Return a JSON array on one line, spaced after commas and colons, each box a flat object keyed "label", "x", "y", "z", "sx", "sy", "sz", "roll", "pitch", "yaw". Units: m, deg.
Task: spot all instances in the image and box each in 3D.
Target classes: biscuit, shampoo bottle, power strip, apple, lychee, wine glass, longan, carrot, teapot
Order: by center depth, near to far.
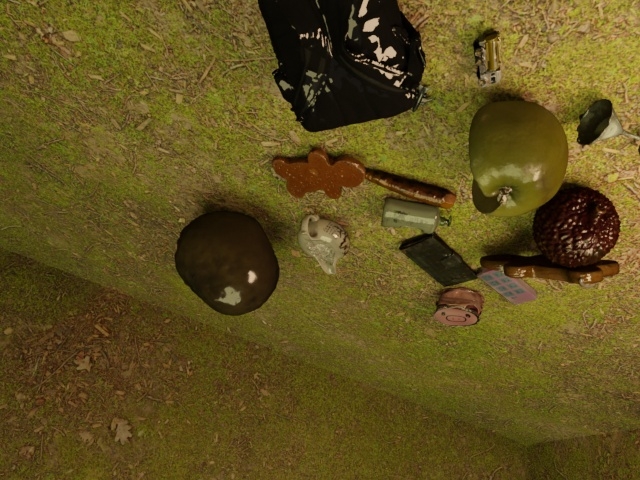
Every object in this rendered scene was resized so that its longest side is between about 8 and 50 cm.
[{"label": "wine glass", "x": 0.750, "y": -0.268, "z": 1.105, "sx": 0.183, "sy": 0.122, "sz": 0.122, "roll": 14, "pitch": 146, "yaw": -7}, {"label": "apple", "x": 0.508, "y": -0.203, "z": 1.154, "sx": 0.234, "sy": 0.257, "sz": 0.295, "roll": 1, "pitch": 142, "yaw": 20}, {"label": "lychee", "x": 0.743, "y": -0.032, "z": 1.321, "sx": 0.236, "sy": 0.235, "sz": 0.271, "roll": 11, "pitch": 156, "yaw": 8}, {"label": "carrot", "x": 0.286, "y": -0.175, "z": 1.461, "sx": 0.314, "sy": 0.066, "sz": 0.066, "roll": 19, "pitch": 145, "yaw": 1}, {"label": "biscuit", "x": 0.735, "y": 0.097, "z": 1.493, "sx": 0.283, "sy": 0.064, "sz": 0.432, "roll": -9, "pitch": -172, "yaw": -37}, {"label": "biscuit", "x": 0.004, "y": -0.224, "z": 1.508, "sx": 0.324, "sy": 0.049, "sz": 0.205, "roll": -3, "pitch": 135, "yaw": 34}, {"label": "shampoo bottle", "x": 0.333, "y": -0.080, "z": 1.548, "sx": 0.234, "sy": 0.087, "sz": 0.118, "roll": 10, "pitch": 143, "yaw": 9}, {"label": "teapot", "x": 0.000, "y": 0.000, "z": 1.747, "sx": 0.208, "sy": 0.165, "sz": 0.300, "roll": 7, "pitch": 156, "yaw": 34}, {"label": "power strip", "x": 0.740, "y": 0.172, "z": 1.773, "sx": 0.279, "sy": 0.037, "sz": 0.109, "roll": 34, "pitch": 141, "yaw": -24}, {"label": "longan", "x": -0.357, "y": 0.083, "z": 1.794, "sx": 0.436, "sy": 0.404, "sz": 0.404, "roll": 37, "pitch": 147, "yaw": 10}]

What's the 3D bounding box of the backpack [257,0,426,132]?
[{"label": "backpack", "x": 0.032, "y": -0.460, "z": 1.012, "sx": 0.364, "sy": 0.254, "sz": 0.445, "roll": -10, "pitch": 135, "yaw": 23}]

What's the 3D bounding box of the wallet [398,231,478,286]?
[{"label": "wallet", "x": 0.466, "y": 0.085, "z": 1.760, "sx": 0.169, "sy": 0.044, "sz": 0.317, "roll": -23, "pitch": 130, "yaw": 41}]

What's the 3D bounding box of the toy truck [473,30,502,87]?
[{"label": "toy truck", "x": 0.400, "y": -0.430, "z": 1.064, "sx": 0.063, "sy": 0.052, "sz": 0.123, "roll": -7, "pitch": 138, "yaw": 21}]

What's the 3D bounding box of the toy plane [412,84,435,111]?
[{"label": "toy plane", "x": 0.266, "y": -0.382, "z": 1.205, "sx": 0.079, "sy": 0.031, "sz": 0.083, "roll": 18, "pitch": 145, "yaw": -2}]

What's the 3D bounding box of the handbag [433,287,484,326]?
[{"label": "handbag", "x": 0.597, "y": 0.290, "z": 1.928, "sx": 0.205, "sy": 0.116, "sz": 0.179, "roll": 3, "pitch": 142, "yaw": 20}]
